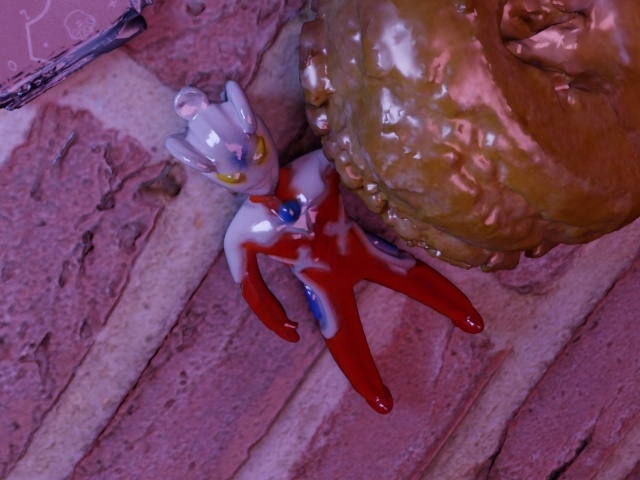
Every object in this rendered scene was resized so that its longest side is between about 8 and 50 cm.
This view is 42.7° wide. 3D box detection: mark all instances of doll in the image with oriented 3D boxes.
[{"bbox_3d":[0.000,0.000,0.762,0.188,0.099,0.384,-44,116,0],"label":"doll"}]

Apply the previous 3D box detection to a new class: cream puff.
[{"bbox_3d":[0.142,-0.144,0.677,0.327,0.231,0.343,20,73,-24],"label":"cream puff"}]

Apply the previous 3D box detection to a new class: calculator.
[{"bbox_3d":[-0.266,-0.251,0.635,0.166,0.028,0.274,-34,113,-4],"label":"calculator"}]
